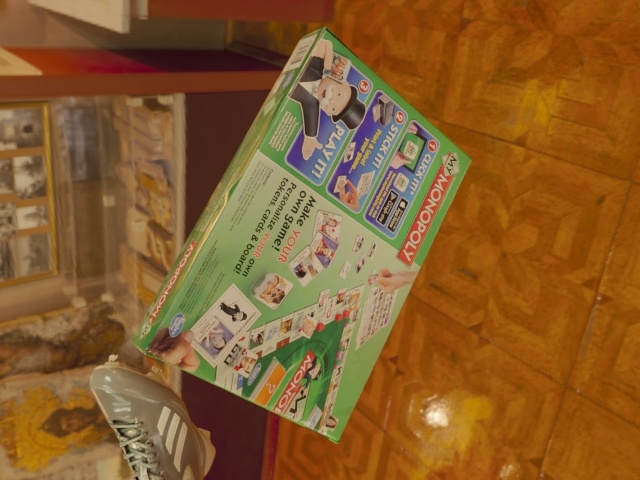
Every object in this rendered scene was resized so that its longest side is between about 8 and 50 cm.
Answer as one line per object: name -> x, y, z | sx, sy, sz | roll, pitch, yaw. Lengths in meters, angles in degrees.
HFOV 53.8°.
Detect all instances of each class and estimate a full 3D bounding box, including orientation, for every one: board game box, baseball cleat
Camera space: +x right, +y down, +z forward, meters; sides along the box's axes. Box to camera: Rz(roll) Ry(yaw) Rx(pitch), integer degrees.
board game box -> 0.000, 0.000, 0.585 | 0.046, 0.214, 0.317 | 7, 66, 58
baseball cleat -> -0.159, 0.200, 0.598 | 0.072, 0.109, 0.205 | -6, 139, 22
